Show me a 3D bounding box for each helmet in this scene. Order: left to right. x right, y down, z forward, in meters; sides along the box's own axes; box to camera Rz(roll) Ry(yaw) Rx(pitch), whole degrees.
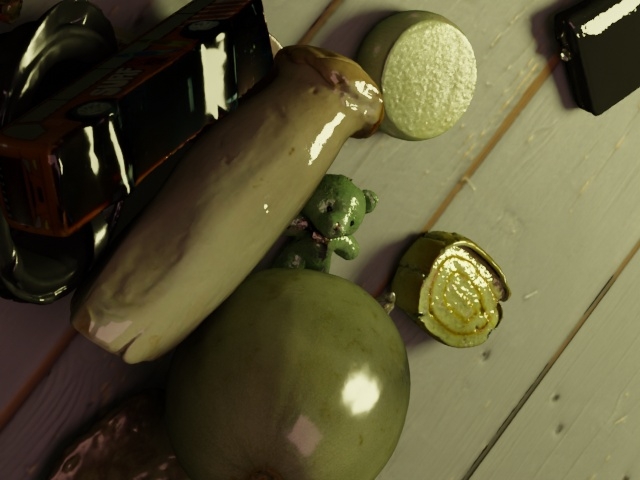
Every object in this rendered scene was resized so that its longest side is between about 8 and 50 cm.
[{"bbox_3d":[-0.287,-0.085,1.481,0.230,0.160,0.279,-4,100,-66],"label":"helmet"}]

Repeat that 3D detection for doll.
[{"bbox_3d":[0.000,0.000,1.763,0.115,0.077,0.150,19,105,-25],"label":"doll"}]

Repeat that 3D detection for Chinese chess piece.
[{"bbox_3d":[0.104,-0.181,1.780,0.144,0.058,0.144,-10,108,-32],"label":"Chinese chess piece"}]

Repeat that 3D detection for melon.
[{"bbox_3d":[-0.034,0.157,1.657,0.272,0.308,0.271,0,89,6],"label":"melon"}]

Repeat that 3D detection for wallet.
[{"bbox_3d":[0.383,-0.259,1.949,0.250,0.044,0.149,-36,125,-20],"label":"wallet"}]

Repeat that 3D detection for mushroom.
[{"bbox_3d":[-0.102,-0.030,1.616,0.137,0.154,0.407,41,68,8],"label":"mushroom"}]

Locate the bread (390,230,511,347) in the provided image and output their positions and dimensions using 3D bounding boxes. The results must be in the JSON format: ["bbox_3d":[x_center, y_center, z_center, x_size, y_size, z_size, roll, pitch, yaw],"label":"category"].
[{"bbox_3d":[0.154,0.059,1.882,0.117,0.064,0.156,-51,126,-5],"label":"bread"}]

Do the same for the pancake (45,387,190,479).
[{"bbox_3d":[-0.200,0.271,1.729,0.222,0.042,0.236,22,89,-35],"label":"pancake"}]

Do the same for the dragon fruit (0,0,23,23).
[{"bbox_3d":[-0.296,-0.289,1.440,0.172,0.160,0.166,-62,164,16],"label":"dragon fruit"}]

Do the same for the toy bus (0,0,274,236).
[{"bbox_3d":[-0.157,-0.123,1.458,0.409,0.092,0.093,-47,135,-55],"label":"toy bus"}]

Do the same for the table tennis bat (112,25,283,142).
[{"bbox_3d":[-0.134,-0.174,1.652,0.246,0.022,0.138,18,94,-38],"label":"table tennis bat"}]
